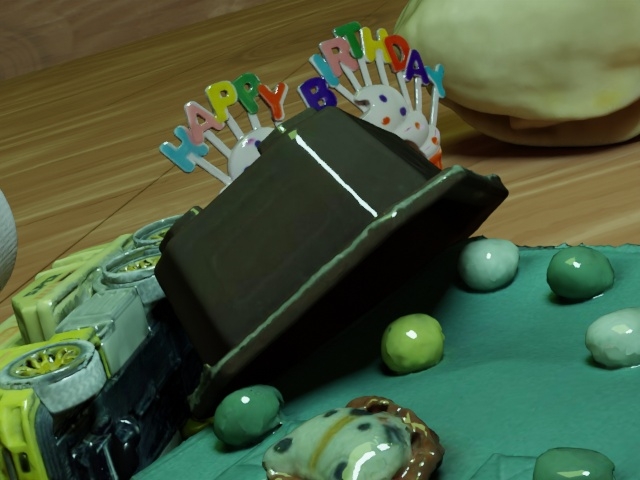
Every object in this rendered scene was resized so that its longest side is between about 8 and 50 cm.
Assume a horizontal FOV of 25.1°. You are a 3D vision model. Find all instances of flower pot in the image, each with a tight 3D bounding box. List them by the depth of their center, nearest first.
[{"bbox_3d":[0.000,0.000,0.769,0.179,0.084,0.251,-43,-9,10],"label":"flower pot"}]

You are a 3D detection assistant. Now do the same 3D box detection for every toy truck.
[{"bbox_3d":[-0.141,0.084,0.775,0.157,0.124,0.272,-10,17,17],"label":"toy truck"}]

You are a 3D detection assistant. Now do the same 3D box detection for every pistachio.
[{"bbox_3d":[0.206,-0.187,1.198,0.318,0.214,0.193,-5,-24,34],"label":"pistachio"}]

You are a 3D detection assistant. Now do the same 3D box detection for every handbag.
[{"bbox_3d":[0.090,0.073,0.645,0.274,0.100,0.269,-28,22,-38],"label":"handbag"}]

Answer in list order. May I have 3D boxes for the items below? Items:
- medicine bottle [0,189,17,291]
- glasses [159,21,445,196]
[{"bbox_3d":[-0.274,0.040,0.795,0.133,0.133,0.249,-11,21,16],"label":"medicine bottle"},{"bbox_3d":[-0.006,-0.071,1.097,0.255,0.162,0.095,-25,15,-31],"label":"glasses"}]
